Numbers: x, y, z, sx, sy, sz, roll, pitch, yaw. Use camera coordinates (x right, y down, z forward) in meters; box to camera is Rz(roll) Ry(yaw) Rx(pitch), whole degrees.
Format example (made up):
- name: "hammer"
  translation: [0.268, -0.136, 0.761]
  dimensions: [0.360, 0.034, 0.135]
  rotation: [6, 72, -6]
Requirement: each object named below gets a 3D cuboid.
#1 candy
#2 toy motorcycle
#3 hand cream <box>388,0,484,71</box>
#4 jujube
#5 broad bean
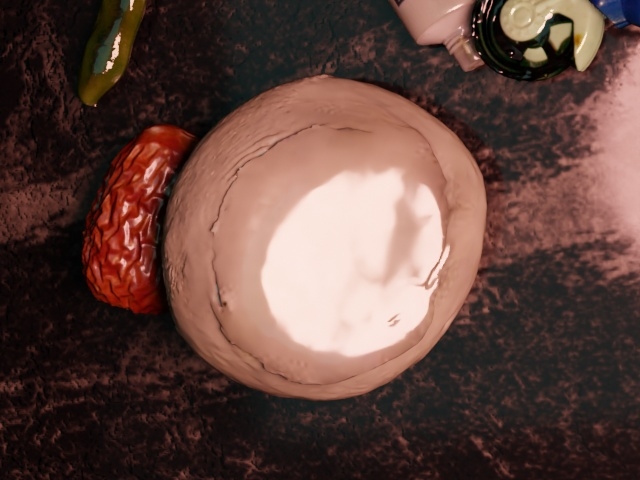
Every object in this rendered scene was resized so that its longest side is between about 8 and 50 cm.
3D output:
- name: "candy"
  translation: [0.000, 0.000, 1.145]
  dimensions: [0.295, 0.185, 0.296]
  rotation: [0, 84, 1]
- name: "toy motorcycle"
  translation: [0.224, -0.291, 1.062]
  dimensions: [0.196, 0.125, 0.331]
  rotation: [5, 88, 26]
- name: "hand cream"
  translation: [0.061, -0.302, 1.166]
  dimensions: [0.124, 0.078, 0.341]
  rotation: [-29, 82, 15]
- name: "jujube"
  translation: [-0.156, -0.020, 1.220]
  dimensions: [0.112, 0.109, 0.176]
  rotation: [15, 92, -25]
- name: "broad bean"
  translation: [-0.195, -0.238, 1.235]
  dimensions: [0.069, 0.039, 0.227]
  rotation: [4, 96, 6]
